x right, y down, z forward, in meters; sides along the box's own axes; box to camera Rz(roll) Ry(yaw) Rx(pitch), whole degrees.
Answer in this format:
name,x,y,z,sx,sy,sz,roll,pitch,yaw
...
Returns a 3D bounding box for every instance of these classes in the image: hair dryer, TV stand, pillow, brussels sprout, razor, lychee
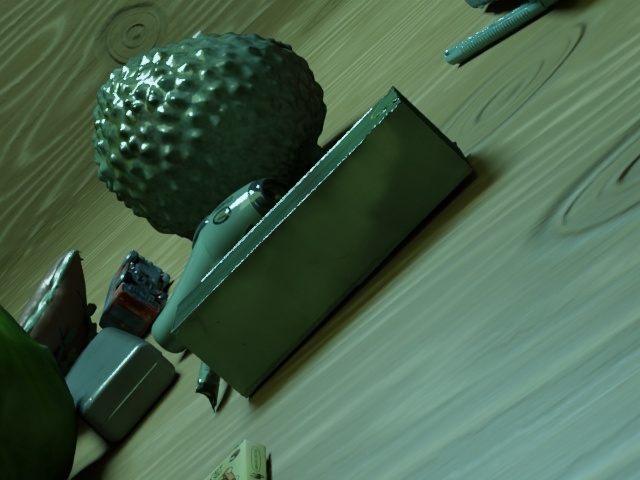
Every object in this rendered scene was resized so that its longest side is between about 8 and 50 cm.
name,x,y,z,sx,sy,sz,roll,pitch,yaw
hair dryer,-0.119,0.084,1.395,0.229,0.092,0.267,-43,21,51
TV stand,0.000,0.000,1.196,0.269,0.088,0.083,-44,12,11
pillow,-0.312,0.125,1.686,0.179,0.075,0.171,-69,-13,-47
brussels sprout,-0.426,0.150,1.407,0.315,0.371,0.276,-11,-48,-60
razor,0.185,-0.216,1.393,0.084,0.036,0.211,-45,4,-32
lychee,-0.122,-0.123,1.617,0.255,0.274,0.255,22,-90,-79

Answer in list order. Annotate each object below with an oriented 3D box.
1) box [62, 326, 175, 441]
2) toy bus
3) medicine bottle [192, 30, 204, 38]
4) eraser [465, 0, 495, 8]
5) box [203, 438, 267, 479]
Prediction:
name,x,y,z,sx,sy,sz,roll,pitch,yaw
box,-0.223,0.149,1.535,0.103,0.055,0.243,-50,13,-10
toy bus,-0.233,0.069,1.798,0.077,0.065,0.192,-56,11,11
medicine bottle,-0.120,-0.200,1.962,0.069,0.183,0.119,-44,13,17
eraser,0.160,-0.301,1.442,0.077,0.111,0.352,-46,5,3
box,-0.094,0.208,1.030,0.149,0.020,0.073,-45,13,8
